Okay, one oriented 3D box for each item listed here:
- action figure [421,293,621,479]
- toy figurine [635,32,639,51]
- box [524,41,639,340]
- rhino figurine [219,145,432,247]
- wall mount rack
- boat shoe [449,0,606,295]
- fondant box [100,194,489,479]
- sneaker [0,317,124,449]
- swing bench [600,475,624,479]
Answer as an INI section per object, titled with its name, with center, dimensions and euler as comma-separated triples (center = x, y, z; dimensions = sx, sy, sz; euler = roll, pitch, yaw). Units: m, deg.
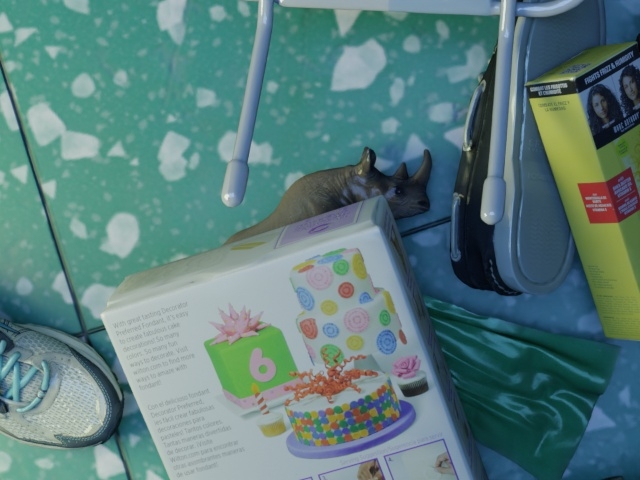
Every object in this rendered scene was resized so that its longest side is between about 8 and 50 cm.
[action figure]
center = 0.123, 0.105, 1.269
dimensions = 0.232, 0.063, 0.137
euler = 24, 95, 1
[toy figurine]
center = 0.361, -0.155, 1.167
dimensions = 0.213, 0.209, 0.148
euler = -1, 97, 7
[box]
center = 0.246, -0.039, 1.208
dimensions = 0.087, 0.058, 0.232
euler = -29, 108, -33
[rhino figurine]
center = 0.000, 0.000, 1.276
dimensions = 0.243, 0.073, 0.106
euler = -40, 90, 4
[wall mount rack]
center = 0.044, -0.180, 1.141
dimensions = 0.350, 0.130, 0.304
euler = 4, 105, 9
[boat shoe]
center = 0.166, -0.105, 1.241
dimensions = 0.091, 0.114, 0.303
euler = 2, 77, 50
[fondant box]
center = -0.005, 0.157, 1.216
dimensions = 0.238, 0.096, 0.330
euler = -17, 106, 12
[sneaker]
center = -0.309, 0.109, 1.285
dimensions = 0.283, 0.122, 0.110
euler = 25, 94, 5
[swing bench]
center = 0.317, 0.322, 1.207
dimensions = 0.254, 0.165, 0.253
euler = -11, 90, 12
